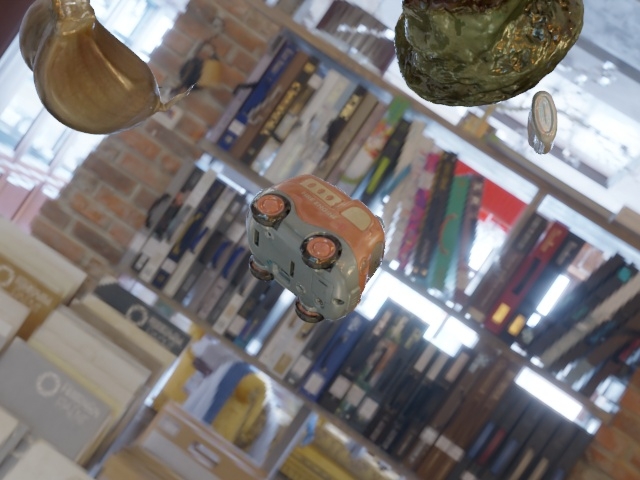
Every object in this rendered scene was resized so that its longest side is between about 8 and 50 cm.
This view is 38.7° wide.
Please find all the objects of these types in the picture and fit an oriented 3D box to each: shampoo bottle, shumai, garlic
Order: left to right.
[{"bbox_3d":[-0.469,-0.361,1.882,0.340,0.246,0.231,28,19,-46],"label":"garlic"},{"bbox_3d":[0.291,-0.462,1.782,0.398,0.324,0.323,-3,-17,27],"label":"shumai"},{"bbox_3d":[0.451,-0.230,1.864,0.051,0.108,0.221,-8,-9,9],"label":"shampoo bottle"}]

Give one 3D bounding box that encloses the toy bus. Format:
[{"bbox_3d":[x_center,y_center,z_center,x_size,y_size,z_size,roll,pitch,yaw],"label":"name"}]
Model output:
[{"bbox_3d":[0.000,0.000,1.743,0.288,0.232,0.194,37,-37,24],"label":"toy bus"}]
